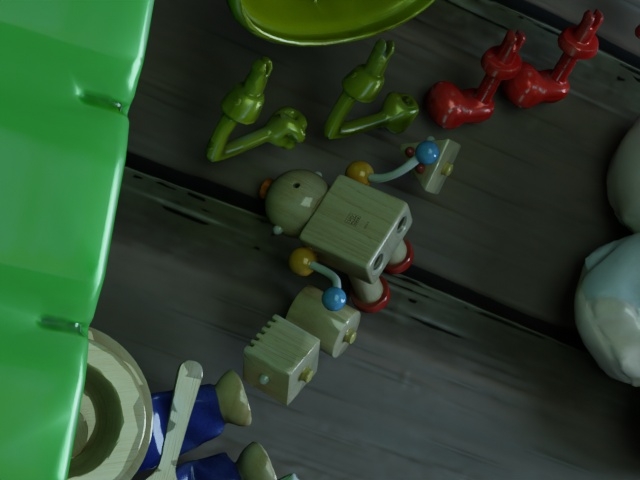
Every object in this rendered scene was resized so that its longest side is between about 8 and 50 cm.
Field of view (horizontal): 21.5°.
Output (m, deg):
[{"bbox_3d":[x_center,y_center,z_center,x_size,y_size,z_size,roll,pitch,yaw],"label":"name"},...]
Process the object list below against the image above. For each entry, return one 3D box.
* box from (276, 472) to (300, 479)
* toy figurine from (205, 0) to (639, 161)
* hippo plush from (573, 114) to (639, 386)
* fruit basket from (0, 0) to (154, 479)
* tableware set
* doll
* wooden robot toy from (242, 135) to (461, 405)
[{"bbox_3d":[0.024,0.264,0.729,0.087,0.169,0.290,-27,119,18],"label":"box"},{"bbox_3d":[0.067,-0.200,0.895,0.363,0.191,0.217,-13,61,-26],"label":"toy figurine"},{"bbox_3d":[0.308,0.031,0.892,0.294,0.236,0.234,4,82,-24],"label":"hippo plush"},{"bbox_3d":[-0.265,-0.076,0.615,0.392,0.283,0.392,1,87,-23],"label":"fruit basket"},{"bbox_3d":[-0.126,0.130,0.741,0.128,0.039,0.194,15,79,-16],"label":"tableware set"},{"bbox_3d":[-0.120,0.118,0.791,0.189,0.046,0.129,-20,93,-19],"label":"doll"},{"bbox_3d":[0.000,0.000,0.864,0.079,0.076,0.173,27,69,18],"label":"wooden robot toy"}]
